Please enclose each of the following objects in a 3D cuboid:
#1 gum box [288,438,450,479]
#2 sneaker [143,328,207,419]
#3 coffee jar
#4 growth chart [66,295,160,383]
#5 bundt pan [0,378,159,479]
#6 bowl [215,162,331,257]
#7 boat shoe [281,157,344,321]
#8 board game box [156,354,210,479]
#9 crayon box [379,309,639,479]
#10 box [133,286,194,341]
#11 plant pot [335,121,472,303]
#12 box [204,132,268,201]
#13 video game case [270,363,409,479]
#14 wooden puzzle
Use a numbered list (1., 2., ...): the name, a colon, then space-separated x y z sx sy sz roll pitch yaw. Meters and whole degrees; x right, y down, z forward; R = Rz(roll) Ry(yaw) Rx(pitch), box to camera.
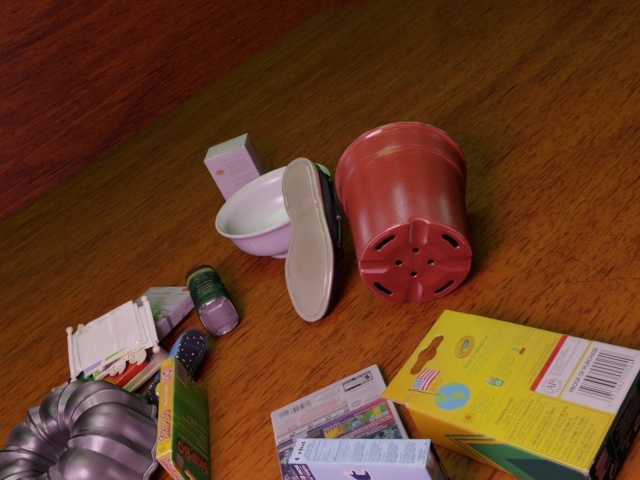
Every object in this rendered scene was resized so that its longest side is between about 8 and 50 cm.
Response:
1. gum box: 0.074 0.315 0.824 0.184 0.157 0.041 -8 35 28
2. sneaker: -0.292 0.275 1.292 0.082 0.069 0.209 -47 13 56
3. coffee jar: -0.242 0.127 1.436 0.079 0.096 0.184 -28 30 -9
4. growth chart: -0.451 0.219 1.396 0.237 0.021 0.172 -24 54 12
5. bundt pan: -0.439 0.378 1.112 0.330 0.124 0.331 -22 38 19
6. bowl: -0.090 -0.051 1.560 0.297 0.134 0.298 -20 29 12
7. boat shoe: -0.003 0.001 1.346 0.127 0.113 0.340 -24 67 33
8. board game box: -0.228 0.318 1.093 0.039 0.124 0.259 -28 29 1
9. crayon box: 0.267 0.213 0.910 0.318 0.081 0.202 10 46 46
10. box: -0.381 0.166 1.492 0.145 0.038 0.186 -3 26 24
11. plant pot: 0.165 -0.041 1.237 0.272 0.272 0.265 -18 38 15
12. box: -0.234 -0.198 1.869 0.130 0.170 0.091 -18 30 13
13. video game case: 0.025 0.299 1.027 0.201 0.023 0.183 -25 29 1
14. wooden puzzle: -0.457 0.286 1.407 0.238 0.044 0.221 -38 31 -20
